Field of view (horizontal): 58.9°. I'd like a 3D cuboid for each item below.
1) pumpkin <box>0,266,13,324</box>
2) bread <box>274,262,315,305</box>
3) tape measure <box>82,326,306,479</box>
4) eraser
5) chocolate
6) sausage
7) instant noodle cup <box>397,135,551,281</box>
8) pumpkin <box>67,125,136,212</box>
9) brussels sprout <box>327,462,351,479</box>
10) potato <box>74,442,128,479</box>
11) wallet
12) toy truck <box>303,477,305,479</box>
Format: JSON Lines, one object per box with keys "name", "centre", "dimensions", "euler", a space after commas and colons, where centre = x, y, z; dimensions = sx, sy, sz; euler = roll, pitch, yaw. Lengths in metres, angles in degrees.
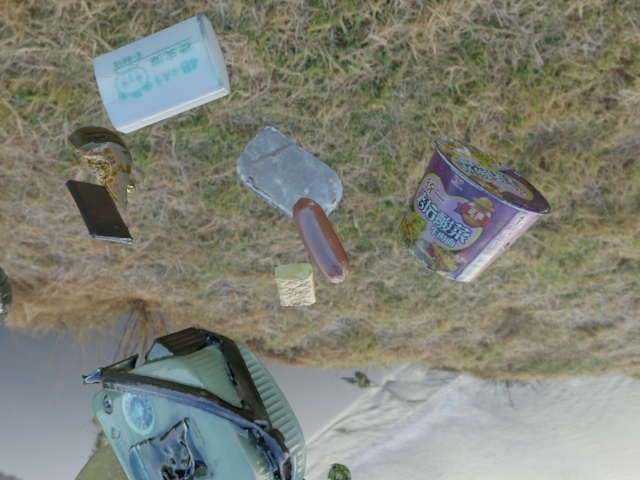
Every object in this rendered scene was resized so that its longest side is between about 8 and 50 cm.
{"name": "pumpkin", "centre": [-0.934, 0.140, 1.455], "dimensions": [0.250, 0.216, 0.250], "euler": [-21, 127, -31]}
{"name": "bread", "centre": [-0.085, 0.151, 1.910], "dimensions": [0.125, 0.068, 0.188], "euler": [-8, 144, -3]}
{"name": "tape measure", "centre": [-0.133, 0.185, 0.577], "dimensions": [0.207, 0.235, 0.115], "euler": [-44, 163, 33]}
{"name": "eraser", "centre": [-0.371, -0.389, 1.335], "dimensions": [0.290, 0.189, 0.104], "euler": [-19, -178, 9]}
{"name": "chocolate", "centre": [-0.071, -0.136, 1.335], "dimensions": [0.254, 0.157, 0.080], "euler": [36, 170, 1]}
{"name": "sausage", "centre": [0.000, 0.000, 1.181], "dimensions": [0.077, 0.194, 0.077], "euler": [-26, 171, -4]}
{"name": "instant noodle cup", "centre": [0.371, -0.072, 1.471], "dimensions": [0.340, 0.340, 0.266], "euler": [18, 121, -21]}
{"name": "pumpkin", "centre": [-0.593, -0.218, 1.623], "dimensions": [0.126, 0.131, 0.248], "euler": [-41, 132, -21]}
{"name": "brussels sprout", "centre": [0.061, 0.678, 1.612], "dimensions": [0.085, 0.085, 0.058], "euler": [-30, 139, 32]}
{"name": "potato", "centre": [-0.317, 0.622, 1.224], "dimensions": [0.442, 0.385, 0.319], "euler": [-25, 124, 20]}
{"name": "wallet", "centre": [-0.725, -0.098, 1.853], "dimensions": [0.146, 0.285, 0.030], "euler": [5, 129, -49]}
{"name": "toy truck", "centre": [0.081, 0.384, 0.655], "dimensions": [0.268, 0.155, 0.124], "euler": [6, -177, 15]}
